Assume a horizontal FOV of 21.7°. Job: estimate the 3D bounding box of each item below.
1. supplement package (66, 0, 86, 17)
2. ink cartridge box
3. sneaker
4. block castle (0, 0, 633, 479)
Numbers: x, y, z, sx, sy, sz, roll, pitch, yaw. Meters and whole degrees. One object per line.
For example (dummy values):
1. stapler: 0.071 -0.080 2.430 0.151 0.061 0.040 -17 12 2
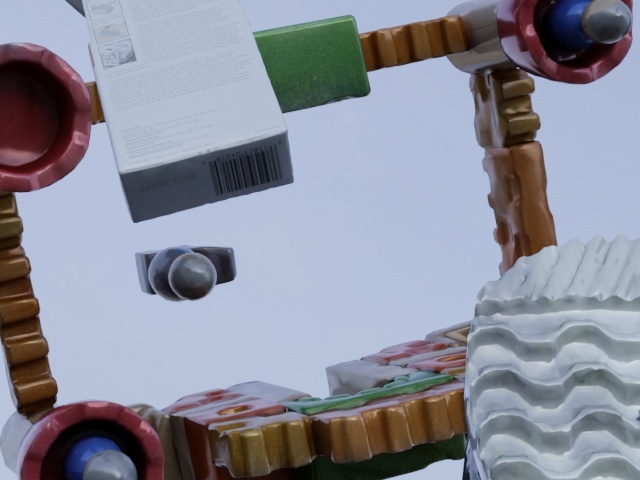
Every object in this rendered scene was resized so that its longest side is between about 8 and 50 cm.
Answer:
1. supplement package: -0.213 -0.369 1.401 0.263 0.199 0.198 41 -64 -12
2. ink cartridge box: -0.053 -0.061 0.636 0.063 0.115 0.029 -14 -44 -5
3. sneaker: 0.082 0.153 0.368 0.102 0.293 0.146 1 -39 -1
4. block castle: 0.000 0.000 1.057 0.453 0.303 0.213 -12 6 -22
